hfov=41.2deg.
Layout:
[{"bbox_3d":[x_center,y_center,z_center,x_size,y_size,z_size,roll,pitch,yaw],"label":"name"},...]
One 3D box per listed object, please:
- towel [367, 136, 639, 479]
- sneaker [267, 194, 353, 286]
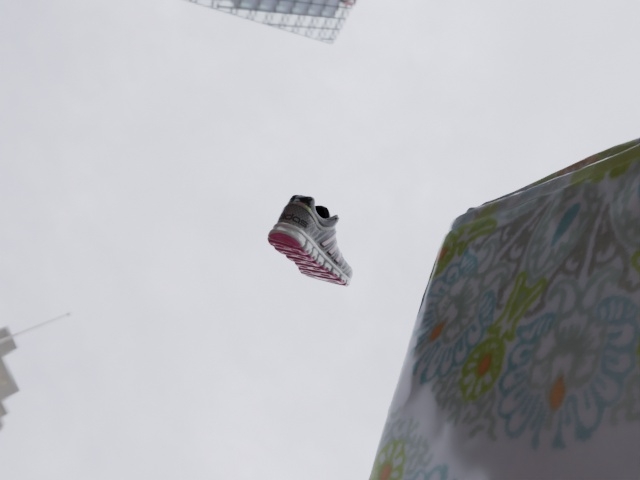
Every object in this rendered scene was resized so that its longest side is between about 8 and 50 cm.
[{"bbox_3d":[0.150,0.106,0.496,0.090,0.374,0.320,29,-26,-17],"label":"towel"},{"bbox_3d":[0.000,0.000,1.004,0.063,0.170,0.075,10,-109,32],"label":"sneaker"}]
